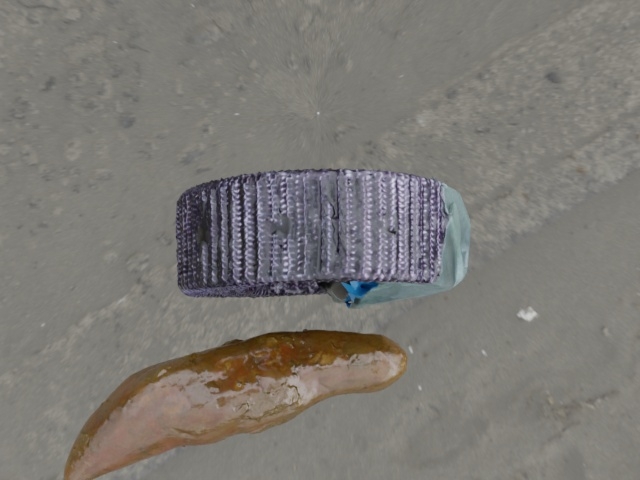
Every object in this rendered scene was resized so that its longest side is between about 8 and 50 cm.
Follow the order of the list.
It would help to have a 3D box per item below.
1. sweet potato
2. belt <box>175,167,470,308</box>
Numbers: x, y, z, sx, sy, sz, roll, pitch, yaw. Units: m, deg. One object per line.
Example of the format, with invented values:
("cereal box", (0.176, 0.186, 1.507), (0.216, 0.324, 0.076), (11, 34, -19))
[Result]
("sweet potato", (-0.088, 0.142, 0.940), (0.354, 0.095, 0.106), (-18, 117, -8))
("belt", (0.000, 0.000, 0.898), (0.260, 0.325, 0.122), (0, 83, -9))
